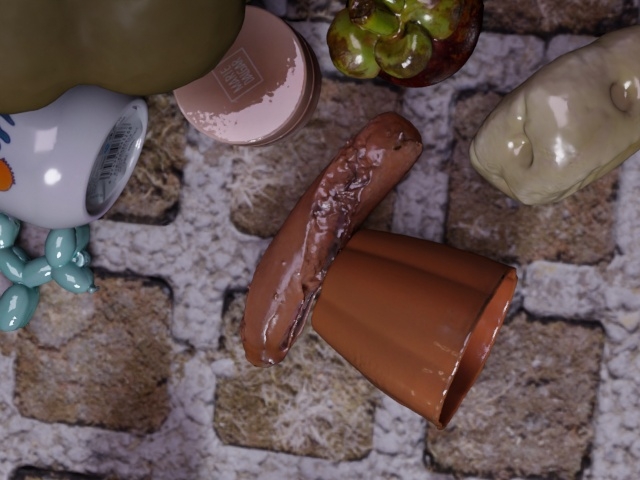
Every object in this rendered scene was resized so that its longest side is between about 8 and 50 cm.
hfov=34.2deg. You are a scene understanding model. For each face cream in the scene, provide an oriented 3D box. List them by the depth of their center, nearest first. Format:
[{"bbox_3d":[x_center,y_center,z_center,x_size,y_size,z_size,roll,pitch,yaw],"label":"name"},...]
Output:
[{"bbox_3d":[-0.079,-0.177,1.142,0.149,0.104,0.149,1,93,9],"label":"face cream"}]

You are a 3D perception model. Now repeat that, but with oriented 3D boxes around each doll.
[{"bbox_3d":[-0.338,0.027,1.219,0.159,0.059,0.158,44,99,6],"label":"doll"}]

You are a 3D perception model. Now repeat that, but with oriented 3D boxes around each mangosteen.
[{"bbox_3d":[0.093,-0.221,1.074,0.146,0.181,0.156,32,117,-8],"label":"mangosteen"}]

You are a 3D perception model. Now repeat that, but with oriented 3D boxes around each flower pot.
[{"bbox_3d":[0.094,0.078,1.101,0.173,0.190,0.190,27,97,19],"label":"flower pot"}]

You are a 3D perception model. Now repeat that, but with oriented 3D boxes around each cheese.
[{"bbox_3d":[0.257,-0.120,1.043,0.235,0.218,0.117,-40,81,31],"label":"cheese"}]

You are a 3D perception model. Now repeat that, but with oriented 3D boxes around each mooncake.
[{"bbox_3d":[-0.259,-0.327,0.981,0.467,0.262,0.467,4,51,-5],"label":"mooncake"}]

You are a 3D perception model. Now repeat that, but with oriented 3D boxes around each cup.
[{"bbox_3d":[-0.362,-0.150,1.139,0.317,0.212,0.212,24,97,5],"label":"cup"}]

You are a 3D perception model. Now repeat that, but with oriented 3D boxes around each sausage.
[{"bbox_3d":[-0.001,-0.002,1.155,0.087,0.079,0.326,31,98,-20],"label":"sausage"}]
